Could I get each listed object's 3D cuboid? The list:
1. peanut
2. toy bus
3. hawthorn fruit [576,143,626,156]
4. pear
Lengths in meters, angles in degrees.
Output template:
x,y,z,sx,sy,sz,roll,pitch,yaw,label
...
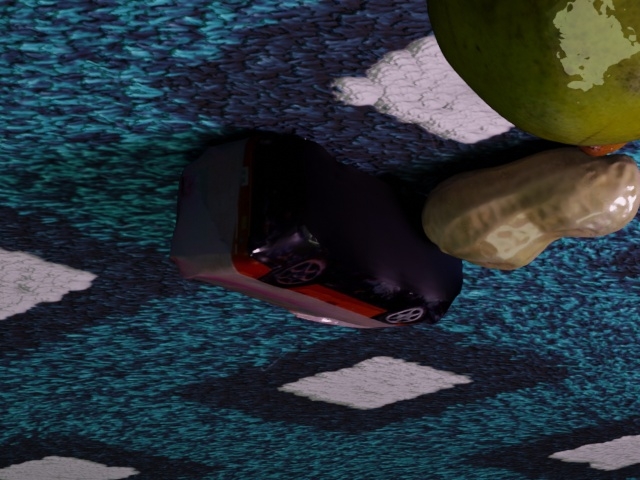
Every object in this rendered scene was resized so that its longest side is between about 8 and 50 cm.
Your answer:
x,y,z,sx,sy,sz,roll,pitch,yaw,label
0.194,-0.031,1.513,0.214,0.098,0.090,-17,157,29,peanut
0.000,0.000,1.536,0.147,0.127,0.303,-11,161,34,toy bus
0.232,-0.109,1.354,0.077,0.077,0.077,-3,160,-1,hawthorn fruit
0.165,-0.165,0.988,0.212,0.212,0.269,-7,155,11,pear
